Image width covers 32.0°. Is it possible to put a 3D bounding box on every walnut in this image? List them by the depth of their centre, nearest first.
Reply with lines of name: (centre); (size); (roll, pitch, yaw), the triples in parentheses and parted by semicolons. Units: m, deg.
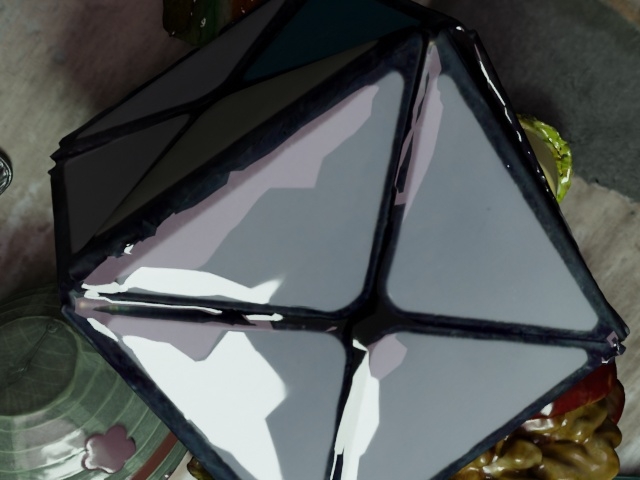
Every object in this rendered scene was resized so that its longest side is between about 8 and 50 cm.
walnut: (0.165, 0.158, 1.059); (0.268, 0.244, 0.222); (-13, 123, -4)

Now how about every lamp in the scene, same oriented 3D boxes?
lamp: (-0.232, 0.156, 1.029); (0.265, 0.233, 0.233); (-41, 111, -11)

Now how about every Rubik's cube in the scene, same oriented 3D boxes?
Rubik's cube: (0.000, 0.000, 0.857); (0.310, 0.305, 0.307); (-35, 113, 1)

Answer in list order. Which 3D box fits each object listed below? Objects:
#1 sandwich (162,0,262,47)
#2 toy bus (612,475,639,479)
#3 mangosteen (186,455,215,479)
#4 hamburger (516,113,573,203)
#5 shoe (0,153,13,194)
sandwich: (-0.049, -0.252, 0.961); (0.159, 0.109, 0.185); (12, 109, -30)
toy bus: (0.426, 0.337, 1.226); (0.255, 0.128, 0.147); (2, 109, -6)
mangosteen: (-0.040, 0.267, 1.124); (0.217, 0.192, 0.192); (23, 108, 10)
hamburger: (0.171, -0.058, 1.069); (0.126, 0.081, 0.141); (33, 116, -14)
shoe: (-0.350, -0.021, 1.035); (0.159, 0.053, 0.062); (-44, 113, 7)
